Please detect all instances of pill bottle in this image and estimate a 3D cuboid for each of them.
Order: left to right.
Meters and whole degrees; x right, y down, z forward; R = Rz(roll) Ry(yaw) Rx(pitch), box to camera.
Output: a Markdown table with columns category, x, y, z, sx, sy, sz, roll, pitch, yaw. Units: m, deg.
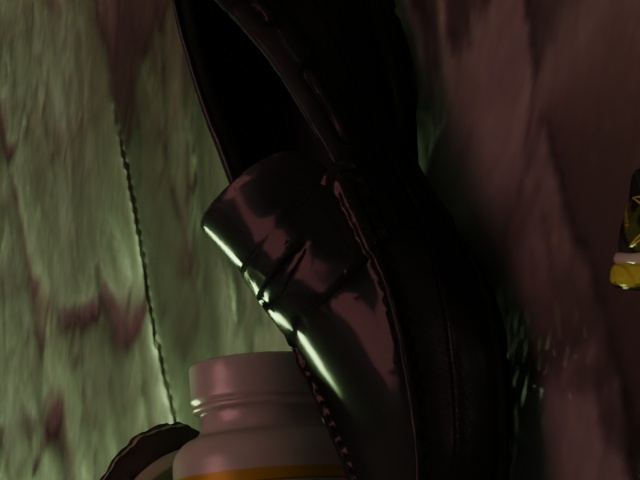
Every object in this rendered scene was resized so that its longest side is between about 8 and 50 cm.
| category | x | y | z | sx | sy | sz | roll | pitch | yaw |
| --- | --- | --- | --- | --- | --- | --- | --- | --- | --- |
| pill bottle | -0.017 | 0.099 | 0.600 | 0.065 | 0.065 | 0.116 | -27 | 65 | 59 |

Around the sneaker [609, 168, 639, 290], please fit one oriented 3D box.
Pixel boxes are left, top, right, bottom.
| category | x | y | z | sx | sy | sz | roll | pitch | yaw |
| --- | --- | --- | --- | --- | --- | --- | --- | --- | --- |
| sneaker | 0.097 | -0.005 | 0.425 | 0.083 | 0.031 | 0.035 | -8 | 82 | 62 |

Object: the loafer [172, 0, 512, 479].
| category | x | y | z | sx | sy | sz | roll | pitch | yaw |
| --- | --- | --- | --- | --- | --- | --- | --- | --- | --- |
| loafer | 0.000 | 0.000 | 0.557 | 0.076 | 0.078 | 0.223 | -53 | 44 | 49 |

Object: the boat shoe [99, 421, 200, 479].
| category | x | y | z | sx | sy | sz | roll | pitch | yaw |
| --- | --- | --- | --- | --- | --- | --- | --- | --- | --- |
| boat shoe | -0.084 | 0.157 | 0.705 | 0.068 | 0.081 | 0.227 | 52 | 136 | 45 |
